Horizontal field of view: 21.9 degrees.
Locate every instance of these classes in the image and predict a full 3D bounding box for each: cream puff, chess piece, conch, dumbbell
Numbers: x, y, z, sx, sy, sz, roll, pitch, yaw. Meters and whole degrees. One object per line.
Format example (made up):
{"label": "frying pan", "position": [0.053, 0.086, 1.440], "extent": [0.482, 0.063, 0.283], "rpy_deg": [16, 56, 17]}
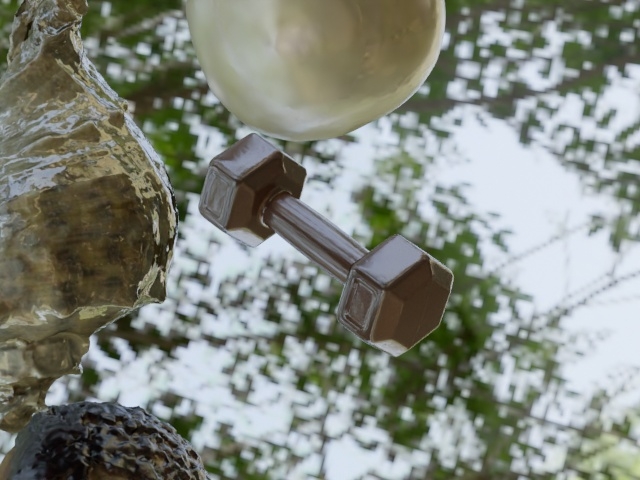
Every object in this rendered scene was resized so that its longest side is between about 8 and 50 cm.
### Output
{"label": "cream puff", "position": [-0.162, 0.234, 1.193], "extent": [0.239, 0.164, 0.239], "rpy_deg": [-171, 90, -85]}
{"label": "chess piece", "position": [-0.032, -0.194, 0.770], "extent": [0.167, 0.167, 0.300], "rpy_deg": [-20, -93, -58]}
{"label": "conch", "position": [-0.166, -0.014, 1.094], "extent": [0.210, 0.158, 0.291], "rpy_deg": [79, -153, -77]}
{"label": "dumbbell", "position": [0.000, 0.000, 1.293], "extent": [0.082, 0.231, 0.092], "rpy_deg": [-9, -55, -45]}
